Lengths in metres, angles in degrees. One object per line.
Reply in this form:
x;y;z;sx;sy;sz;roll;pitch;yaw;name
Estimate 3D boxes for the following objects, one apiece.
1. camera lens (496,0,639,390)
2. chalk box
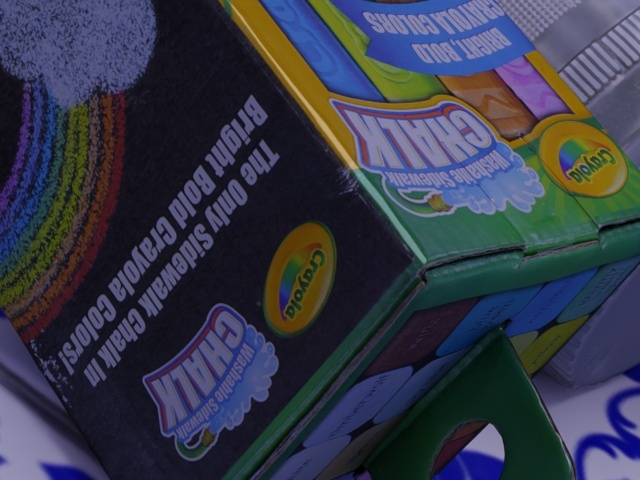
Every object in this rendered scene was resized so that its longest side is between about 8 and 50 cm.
0.112;-0.091;0.912;0.219;0.219;0.274;-12;55;-51;camera lens
0.000;0.000;0.703;0.179;0.180;0.289;-11;59;-50;chalk box
